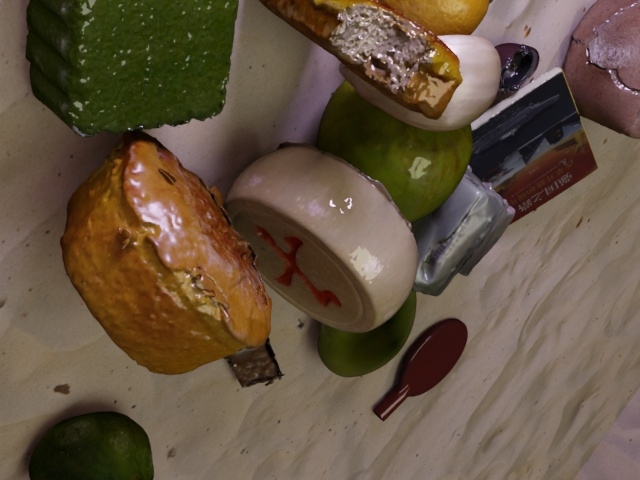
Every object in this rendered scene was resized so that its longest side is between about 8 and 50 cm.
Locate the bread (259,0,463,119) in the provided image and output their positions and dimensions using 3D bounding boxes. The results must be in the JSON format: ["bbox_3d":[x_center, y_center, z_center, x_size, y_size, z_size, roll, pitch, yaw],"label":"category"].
[{"bbox_3d":[0.040,-0.297,1.231,0.185,0.380,0.109,30,103,-40],"label":"bread"}]

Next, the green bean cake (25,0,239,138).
[{"bbox_3d":[-0.239,-0.276,1.161,0.247,0.156,0.250,-14,129,-35],"label":"green bean cake"}]

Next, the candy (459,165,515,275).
[{"bbox_3d":[0.289,-0.032,1.855,0.195,0.137,0.185,-53,159,2],"label":"candy"}]

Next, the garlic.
[{"bbox_3d":[0.163,-0.247,1.369,0.245,0.164,0.145,-3,118,-16],"label":"garlic"}]

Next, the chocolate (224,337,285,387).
[{"bbox_3d":[-0.150,0.161,1.675,0.102,0.065,0.329,-21,135,-5],"label":"chocolate"}]

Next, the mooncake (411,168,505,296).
[{"bbox_3d":[0.192,-0.039,1.692,0.136,0.254,0.250,14,112,-50],"label":"mooncake"}]

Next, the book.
[{"bbox_3d":[0.443,-0.184,1.938,0.262,0.028,0.374,-34,141,7],"label":"book"}]

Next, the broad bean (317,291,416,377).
[{"bbox_3d":[0.101,0.158,1.865,0.238,0.119,0.291,-13,129,-37],"label":"broad bean"}]

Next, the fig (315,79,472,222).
[{"bbox_3d":[0.110,-0.139,1.545,0.258,0.258,0.326,-20,156,-33],"label":"fig"}]

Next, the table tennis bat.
[{"bbox_3d":[0.248,0.315,2.196,0.310,0.038,0.200,-44,141,-9],"label":"table tennis bat"}]

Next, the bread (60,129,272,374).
[{"bbox_3d":[-0.222,0.019,1.283,0.204,0.358,0.337,-29,116,4],"label":"bread"}]

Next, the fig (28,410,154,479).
[{"bbox_3d":[-0.358,0.409,1.531,0.203,0.235,0.203,-27,134,-32],"label":"fig"}]

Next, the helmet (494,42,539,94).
[{"bbox_3d":[0.360,-0.341,1.758,0.123,0.070,0.098,-27,142,-36],"label":"helmet"}]

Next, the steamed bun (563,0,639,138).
[{"bbox_3d":[0.636,-0.377,1.877,0.199,0.251,0.301,5,113,-34],"label":"steamed bun"}]

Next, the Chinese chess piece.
[{"bbox_3d":[0.000,0.000,1.471,0.140,0.338,0.338,-48,143,-24],"label":"Chinese chess piece"}]

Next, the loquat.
[{"bbox_3d":[0.170,-0.393,1.429,0.208,0.208,0.208,-25,135,-28],"label":"loquat"}]
